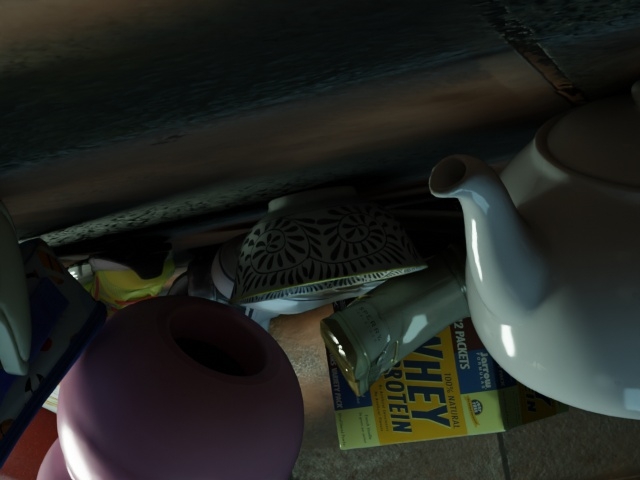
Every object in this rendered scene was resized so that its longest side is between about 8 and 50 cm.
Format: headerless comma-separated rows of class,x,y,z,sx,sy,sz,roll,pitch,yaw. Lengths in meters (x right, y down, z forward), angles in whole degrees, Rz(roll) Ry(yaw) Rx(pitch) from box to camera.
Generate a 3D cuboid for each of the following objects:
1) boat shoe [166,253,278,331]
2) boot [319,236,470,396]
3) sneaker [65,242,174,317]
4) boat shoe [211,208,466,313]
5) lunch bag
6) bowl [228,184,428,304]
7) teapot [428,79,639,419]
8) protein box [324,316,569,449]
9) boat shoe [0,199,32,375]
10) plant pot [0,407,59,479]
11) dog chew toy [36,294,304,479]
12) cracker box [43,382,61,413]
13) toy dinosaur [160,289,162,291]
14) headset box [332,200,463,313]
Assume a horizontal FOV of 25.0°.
boat shoe,-0.120,0.064,1.665,0.119,0.121,0.335,-2,163,-9
boot,0.084,0.069,1.335,0.165,0.077,0.213,-31,170,-4
sneaker,-0.188,0.057,1.392,0.081,0.094,0.208,-8,174,-24
boat shoe,0.032,0.010,1.380,0.268,0.096,0.088,2,143,-13
lunch bag,-0.293,0.131,1.079,0.243,0.115,0.303,-30,-162,26
bowl,0.000,0.000,1.203,0.170,0.080,0.170,-10,175,-1
teapot,0.218,-0.018,0.935,0.253,0.187,0.256,7,-153,15
protein box,0.145,0.149,1.627,0.201,0.136,0.200,-12,175,30
boat shoe,-0.230,0.026,0.853,0.091,0.109,0.305,-10,170,-4
plant pot,-0.339,0.206,1.636,0.265,0.272,0.272,26,155,-30
dog chew toy,-0.149,0.209,1.238,0.207,0.206,0.331,-6,132,-46
cracker box,-0.262,0.118,1.405,0.156,0.067,0.232,23,163,4
toy dinosaur,-0.254,0.061,1.676,0.093,0.053,0.183,-29,176,23
headset box,0.152,0.020,1.608,0.218,0.110,0.293,-8,175,-19
